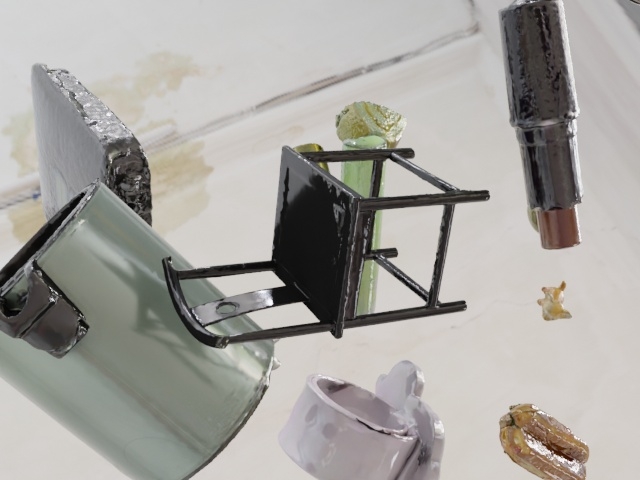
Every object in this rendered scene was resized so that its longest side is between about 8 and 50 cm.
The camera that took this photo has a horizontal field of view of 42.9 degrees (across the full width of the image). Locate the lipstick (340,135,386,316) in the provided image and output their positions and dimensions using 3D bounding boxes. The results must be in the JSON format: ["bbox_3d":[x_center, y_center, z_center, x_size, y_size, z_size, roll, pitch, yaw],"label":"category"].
[{"bbox_3d":[0.065,-0.023,1.345,0.076,0.304,0.076,2,-157,-1],"label":"lipstick"}]

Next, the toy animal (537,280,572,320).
[{"bbox_3d":[0.414,0.107,1.426,0.081,0.083,0.060,-44,-93,0],"label":"toy animal"}]

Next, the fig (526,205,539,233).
[{"bbox_3d":[0.374,-0.047,1.339,0.074,0.074,0.088,-5,-148,-20],"label":"fig"}]

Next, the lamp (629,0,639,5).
[{"bbox_3d":[0.353,-0.205,0.620,0.243,0.198,0.198,5,-114,-25],"label":"lamp"}]

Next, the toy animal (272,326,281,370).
[{"bbox_3d":[-0.124,0.169,1.152,0.085,0.071,0.124,31,-126,27],"label":"toy animal"}]

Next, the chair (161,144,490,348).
[{"bbox_3d":[0.000,0.000,0.750,0.260,0.141,0.154,-6,-154,-28],"label":"chair"}]

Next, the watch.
[{"bbox_3d":[0.054,0.270,1.209,0.217,0.248,0.211,25,-83,-23],"label":"watch"}]

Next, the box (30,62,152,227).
[{"bbox_3d":[-0.390,-0.083,1.364,0.091,0.359,0.350,-17,-137,-32],"label":"box"}]

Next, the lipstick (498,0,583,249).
[{"bbox_3d":[0.263,-0.132,0.951,0.081,0.081,0.300,-16,-76,-23],"label":"lipstick"}]

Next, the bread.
[{"bbox_3d":[0.112,-0.204,1.624,0.156,0.103,0.110,8,-131,-37],"label":"bread"}]

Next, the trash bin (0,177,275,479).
[{"bbox_3d":[-0.212,0.101,0.860,0.217,0.277,0.262,-44,-72,2],"label":"trash bin"}]

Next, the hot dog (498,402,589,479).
[{"bbox_3d":[0.218,0.199,0.790,0.144,0.038,0.062,33,-114,-38],"label":"hot dog"}]

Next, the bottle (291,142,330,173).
[{"bbox_3d":[0.001,-0.041,1.536,0.082,0.082,0.286,-7,-111,-20],"label":"bottle"}]
